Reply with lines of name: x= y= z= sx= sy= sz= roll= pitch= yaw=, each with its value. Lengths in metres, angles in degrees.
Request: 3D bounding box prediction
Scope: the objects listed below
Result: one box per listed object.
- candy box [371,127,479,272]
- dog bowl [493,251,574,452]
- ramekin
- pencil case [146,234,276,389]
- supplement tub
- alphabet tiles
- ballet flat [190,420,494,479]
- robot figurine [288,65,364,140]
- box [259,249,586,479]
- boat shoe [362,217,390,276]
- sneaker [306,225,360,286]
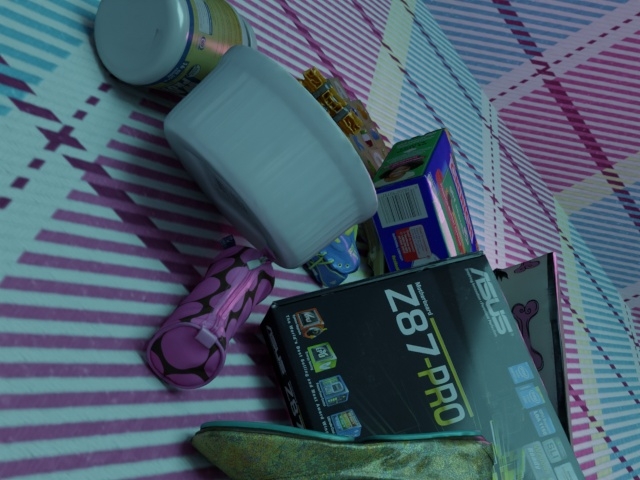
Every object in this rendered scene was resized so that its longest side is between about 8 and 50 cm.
candy box: x=0.197 y=-0.030 z=1.592 sx=0.317 sy=0.122 sz=0.268 roll=-60 pitch=134 yaw=-65
dog bowl: x=0.357 y=0.228 z=1.534 sx=0.408 sy=0.150 sz=0.408 roll=-5 pitch=90 yaw=-75
ramekin: x=-0.070 y=-0.094 z=1.093 sx=0.277 sy=0.135 sz=0.277 roll=46 pitch=-11 yaw=11
pencil case: x=-0.118 y=0.079 z=0.999 sx=0.095 sy=0.098 sz=0.209 roll=54 pitch=27 yaw=-15
supplement tub: x=-0.188 y=-0.270 z=1.174 sx=0.199 sy=0.144 sz=0.144 roll=-1 pitch=65 yaw=-62
alphabet tiles: x=0.084 y=-0.173 z=1.743 sx=0.343 sy=0.011 sz=0.285 roll=61 pitch=25 yaw=-1
ballet flat: x=0.033 y=0.259 z=0.944 sx=0.348 sy=0.123 sz=0.123 roll=7 pitch=50 yaw=-19
robot figurine: x=-0.028 y=-0.166 z=1.256 sx=0.211 sy=0.085 sz=0.291 roll=49 pitch=-13 yaw=-8
box: x=0.133 y=0.233 z=1.104 sx=0.318 sy=0.097 sz=0.395 roll=-11 pitch=68 yaw=-21
boat shoe: x=0.099 y=0.017 z=1.544 sx=0.056 sy=0.048 sz=0.153 roll=52 pitch=30 yaw=-51
sneaker: x=0.000 y=0.000 z=1.311 sx=0.240 sy=0.091 sz=0.126 roll=12 pitch=56 yaw=-57
